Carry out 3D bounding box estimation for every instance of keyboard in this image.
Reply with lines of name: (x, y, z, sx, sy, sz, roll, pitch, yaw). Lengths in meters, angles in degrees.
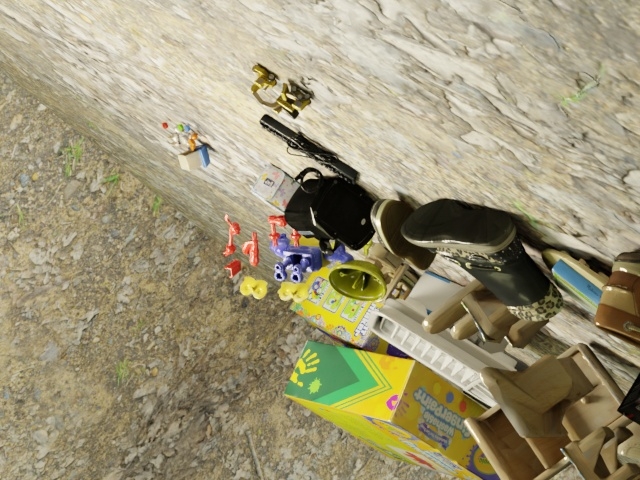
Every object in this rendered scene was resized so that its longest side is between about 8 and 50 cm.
keyboard: (-0.027, -0.144, 1.774, 0.192, 0.038, 0.100, 32, 171, 6)

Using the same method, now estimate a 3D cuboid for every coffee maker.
coffee maker: (0.008, -0.066, 1.906, 0.171, 0.120, 0.178, 59, 164, -12)

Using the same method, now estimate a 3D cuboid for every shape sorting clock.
shape sorting clock: (0.387, 0.079, 1.461, 0.206, 0.040, 0.206, 40, -179, 0)

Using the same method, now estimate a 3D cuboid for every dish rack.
dish rack: (0.252, 0.216, 2.110, 0.333, 0.072, 0.285, 31, 170, 6)

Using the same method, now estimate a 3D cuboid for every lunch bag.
lunch bag: (-0.090, -0.103, 2.129, 0.083, 0.071, 0.053, 37, 172, -22)

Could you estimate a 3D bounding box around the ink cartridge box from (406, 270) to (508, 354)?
ink cartridge box: (0.284, 0.156, 2.161, 0.139, 0.082, 0.191, 24, 169, 46)

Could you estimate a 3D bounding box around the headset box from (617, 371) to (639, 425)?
headset box: (0.598, 0.273, 1.539, 0.293, 0.110, 0.218, 32, 172, 12)

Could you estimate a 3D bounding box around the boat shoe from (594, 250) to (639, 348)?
boat shoe: (0.463, 0.141, 1.262, 0.324, 0.120, 0.122, 34, 172, 0)

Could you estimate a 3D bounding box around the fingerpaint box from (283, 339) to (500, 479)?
fingerpaint box: (0.199, 0.419, 2.605, 0.371, 0.163, 0.445, 5, 155, 49)

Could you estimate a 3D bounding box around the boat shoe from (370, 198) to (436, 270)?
boat shoe: (0.128, -0.012, 1.797, 0.073, 0.080, 0.223, 22, 171, 33)

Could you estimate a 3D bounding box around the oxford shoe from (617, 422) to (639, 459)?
oxford shoe: (0.713, 0.444, 2.026, 0.348, 0.130, 0.123, 34, 172, -2)

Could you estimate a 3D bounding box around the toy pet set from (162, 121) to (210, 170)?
toy pet set: (-0.278, -0.213, 2.338, 0.122, 0.065, 0.114, 17, 127, 54)

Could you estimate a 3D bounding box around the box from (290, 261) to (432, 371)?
box: (0.131, 0.207, 2.727, 0.279, 0.177, 0.290, 24, 167, 45)

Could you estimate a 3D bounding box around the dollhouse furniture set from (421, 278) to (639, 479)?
dollhouse furniture set: (0.330, 0.288, 1.728, 0.362, 0.256, 0.394, 57, -163, 23)

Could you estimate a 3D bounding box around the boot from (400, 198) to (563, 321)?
boot: (0.232, 0.032, 1.552, 0.178, 0.085, 0.236, 49, 162, -26)

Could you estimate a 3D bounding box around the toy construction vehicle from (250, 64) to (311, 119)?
toy construction vehicle: (-0.061, -0.207, 1.538, 0.098, 0.035, 0.086, 32, 172, 7)

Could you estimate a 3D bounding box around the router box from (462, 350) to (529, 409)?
router box: (0.442, 0.346, 2.485, 0.179, 0.133, 0.046, 32, 172, 5)

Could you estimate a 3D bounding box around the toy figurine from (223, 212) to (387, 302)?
toy figurine: (0.000, 0.000, 2.242, 0.362, 0.217, 0.191, 4, 115, 25)

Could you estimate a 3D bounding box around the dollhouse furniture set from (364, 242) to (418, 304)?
dollhouse furniture set: (0.116, 0.078, 2.285, 0.161, 0.101, 0.182, 24, 168, 47)
